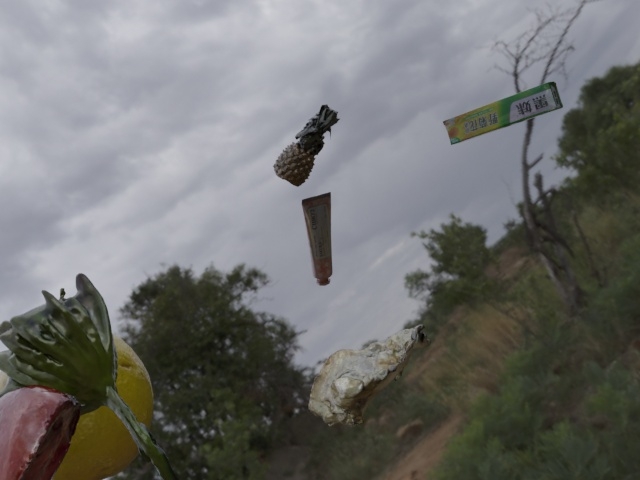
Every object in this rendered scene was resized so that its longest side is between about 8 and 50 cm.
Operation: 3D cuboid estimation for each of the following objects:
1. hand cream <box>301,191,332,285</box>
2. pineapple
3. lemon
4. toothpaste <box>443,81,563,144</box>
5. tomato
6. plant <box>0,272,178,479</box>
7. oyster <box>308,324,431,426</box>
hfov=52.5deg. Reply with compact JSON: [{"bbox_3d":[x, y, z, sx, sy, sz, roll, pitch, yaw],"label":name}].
[{"bbox_3d":[0.000,0.000,1.376,0.067,0.043,0.209,-16,-60,-19],"label":"hand cream"},{"bbox_3d":[-0.022,-0.179,1.210,0.159,0.074,0.074,-56,-15,10],"label":"pineapple"},{"bbox_3d":[-0.513,0.342,1.353,0.348,0.348,0.348,-38,-12,-10],"label":"lemon"},{"bbox_3d":[0.280,-0.196,1.010,0.178,0.043,0.037,-16,3,37],"label":"toothpaste"},{"bbox_3d":[-0.361,0.249,0.756,0.189,0.099,0.173,117,178,-68],"label":"tomato"},{"bbox_3d":[-0.295,0.201,0.931,0.180,0.333,0.251,-50,-24,-51],"label":"plant"},{"bbox_3d":[0.053,0.146,0.738,0.163,0.081,0.191,-45,-8,-1],"label":"oyster"}]
